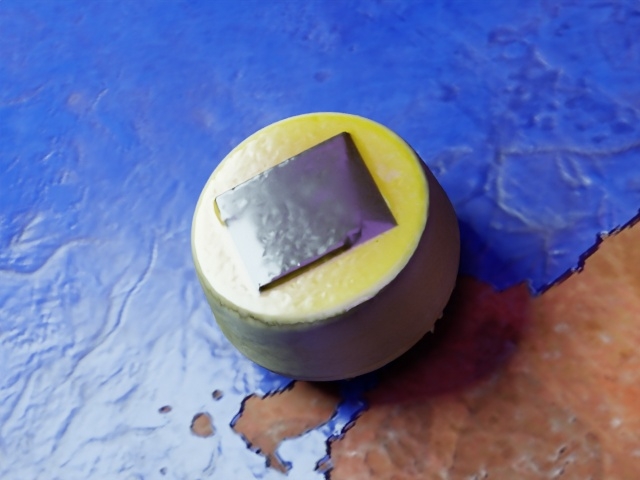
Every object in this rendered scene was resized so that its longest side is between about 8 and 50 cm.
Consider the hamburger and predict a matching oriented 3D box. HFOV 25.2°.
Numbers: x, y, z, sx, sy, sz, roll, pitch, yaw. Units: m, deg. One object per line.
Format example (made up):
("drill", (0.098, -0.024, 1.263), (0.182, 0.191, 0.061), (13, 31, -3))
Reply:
("hamburger", (0.000, 0.000, 0.671), (0.126, 0.081, 0.141), (-41, 60, -7))
